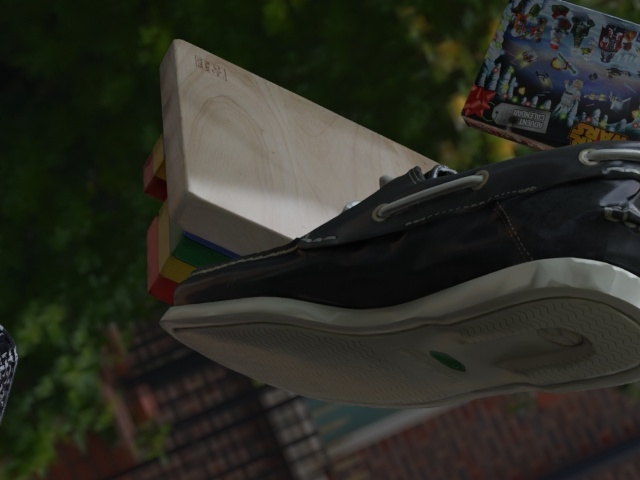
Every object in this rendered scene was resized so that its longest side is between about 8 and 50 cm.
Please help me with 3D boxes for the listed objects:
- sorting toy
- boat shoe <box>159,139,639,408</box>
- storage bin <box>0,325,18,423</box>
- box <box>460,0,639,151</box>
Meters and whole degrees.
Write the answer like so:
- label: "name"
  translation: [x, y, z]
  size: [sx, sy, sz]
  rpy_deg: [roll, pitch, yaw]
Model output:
- label: "sorting toy"
  translation: [0.000, 0.000, 1.242]
  size: [0.255, 0.089, 0.257]
  rpy_deg: [25, 21, -17]
- label: "boat shoe"
  translation: [0.036, 0.014, 0.693]
  size: [0.084, 0.233, 0.079]
  rpy_deg: [36, 58, -36]
- label: "storage bin"
  translation: [-0.271, 0.123, 1.131]
  size: [0.084, 0.122, 0.180]
  rpy_deg: [-45, 157, -64]
- label: "box"
  translation: [0.169, -0.096, 1.182]
  size: [0.137, 0.094, 0.027]
  rpy_deg: [20, -7, 21]
